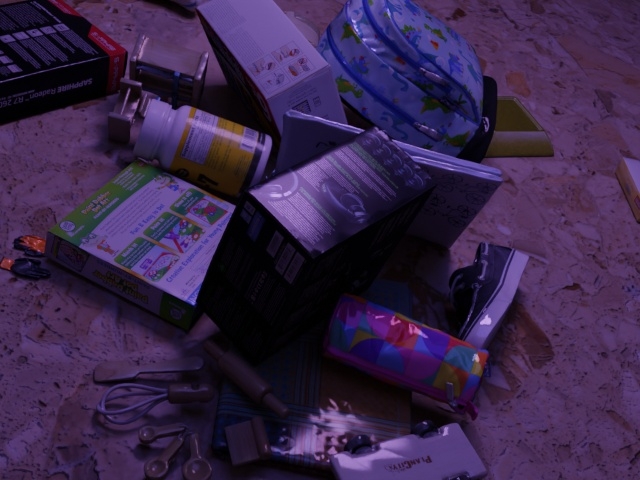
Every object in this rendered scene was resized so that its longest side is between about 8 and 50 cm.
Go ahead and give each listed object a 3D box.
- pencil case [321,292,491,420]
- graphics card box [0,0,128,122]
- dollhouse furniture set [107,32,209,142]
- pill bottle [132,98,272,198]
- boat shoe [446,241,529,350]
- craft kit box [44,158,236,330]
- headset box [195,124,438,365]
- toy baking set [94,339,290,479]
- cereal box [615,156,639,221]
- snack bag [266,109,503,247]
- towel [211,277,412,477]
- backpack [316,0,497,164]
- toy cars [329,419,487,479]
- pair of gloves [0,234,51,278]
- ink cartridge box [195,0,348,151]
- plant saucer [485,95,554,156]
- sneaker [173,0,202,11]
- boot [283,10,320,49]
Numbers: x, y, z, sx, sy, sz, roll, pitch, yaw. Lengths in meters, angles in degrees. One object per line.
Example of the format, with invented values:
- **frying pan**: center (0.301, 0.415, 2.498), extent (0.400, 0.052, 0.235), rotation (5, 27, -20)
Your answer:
- **pencil case**: center (0.116, 0.156, 1.276), extent (0.236, 0.104, 0.104), rotation (22, 38, 7)
- **graphics card box**: center (-0.559, -0.315, 1.641), extent (0.233, 0.094, 0.371), rotation (39, 42, 24)
- **dollhouse furniture set**: center (-0.289, -0.244, 1.661), extent (0.129, 0.129, 0.184), rotation (15, 63, -4)
- **pill bottle**: center (-0.196, -0.153, 1.545), extent (0.208, 0.119, 0.119), rotation (19, 38, -11)
- **boat shoe**: center (0.246, 0.087, 1.461), extent (0.102, 0.108, 0.301), rotation (26, 36, 10)
- **craft kit box**: center (-0.242, -0.003, 1.415), extent (0.246, 0.061, 0.250), rotation (29, 38, 7)
- **headset box**: center (0.000, 0.000, 1.281), extent (0.131, 0.246, 0.283), rotation (45, 48, 16)
- **toy baking set**: center (-0.169, 0.203, 1.184), extent (0.196, 0.030, 0.256), rotation (-27, 50, -30)
- **cereal box**: center (0.740, -0.087, 1.908), extent (0.240, 0.047, 0.173), rotation (9, 39, -11)
- **snack bag**: center (0.084, -0.089, 1.477), extent (0.342, 0.323, 0.037), rotation (17, 71, -2)
- **towel**: center (0.000, 0.173, 1.317), extent (0.271, 0.040, 0.370), rotation (12, 41, -6)
- **backpack**: center (0.162, -0.307, 1.742), extent (0.355, 0.273, 0.290), rotation (22, 39, -7)
- **toy cars**: center (0.057, 0.351, 1.072), extent (0.176, 0.087, 0.394), rotation (26, 42, 12)
- **pair of gloves**: center (-0.418, 0.023, 1.354), extent (0.074, 0.010, 0.083), rotation (16, 39, -3)
- **ink cartridge box**: center (-0.076, -0.280, 1.721), extent (0.130, 0.272, 0.309), rotation (-30, 52, -7)
- **plant saucer**: center (0.382, -0.250, 1.968), extent (0.188, 0.045, 0.188), rotation (-3, 43, -25)
- **sneaker**: center (-0.365, -0.556, 2.032), extent (0.126, 0.091, 0.240), rotation (-34, 60, -24)
- **boot**: center (-0.096, -0.431, 1.976), extent (0.213, 0.077, 0.165), rotation (13, 39, -15)
